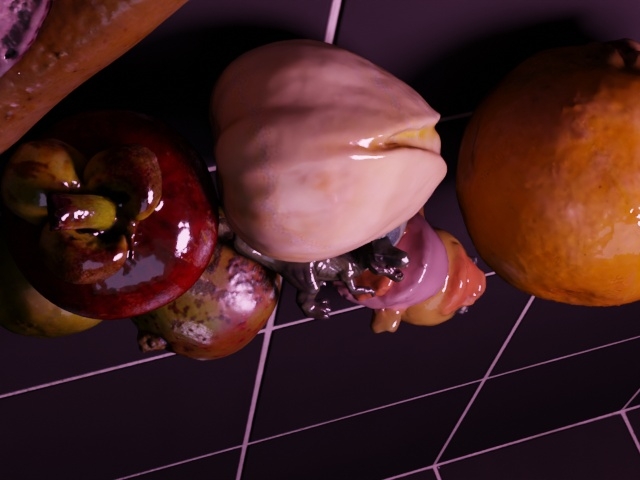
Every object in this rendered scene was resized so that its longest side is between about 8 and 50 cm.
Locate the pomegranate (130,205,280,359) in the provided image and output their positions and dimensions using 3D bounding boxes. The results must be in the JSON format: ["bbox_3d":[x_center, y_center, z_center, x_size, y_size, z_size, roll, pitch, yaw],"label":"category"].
[{"bbox_3d":[-0.129,0.041,1.536,0.198,0.198,0.246,-44,171,39],"label":"pomegranate"}]

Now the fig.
[{"bbox_3d":[-0.317,0.026,1.424,0.233,0.167,0.167,9,174,37],"label":"fig"}]

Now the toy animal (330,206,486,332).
[{"bbox_3d":[0.119,0.040,1.741,0.169,0.195,0.281,10,172,40],"label":"toy animal"}]

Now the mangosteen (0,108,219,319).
[{"bbox_3d":[-0.215,-0.029,1.228,0.215,0.215,0.257,-25,170,9],"label":"mangosteen"}]

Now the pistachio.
[{"bbox_3d":[0.003,-0.094,1.319,0.238,0.229,0.321,-1,-178,29],"label":"pistachio"}]

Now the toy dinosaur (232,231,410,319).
[{"bbox_3d":[0.000,0.000,1.440,0.187,0.087,0.179,-15,130,3],"label":"toy dinosaur"}]

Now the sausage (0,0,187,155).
[{"bbox_3d":[-0.226,-0.189,1.083,0.500,0.123,0.136,-34,153,24],"label":"sausage"}]

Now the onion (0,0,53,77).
[{"bbox_3d":[-0.339,-0.215,0.962,0.250,0.111,0.247,9,151,-24],"label":"onion"}]

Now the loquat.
[{"bbox_3d":[0.317,-0.078,1.483,0.328,0.328,0.328,-17,154,-9],"label":"loquat"}]

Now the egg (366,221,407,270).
[{"bbox_3d":[0.040,-0.039,1.544,0.141,0.141,0.182,0,139,-36],"label":"egg"}]
